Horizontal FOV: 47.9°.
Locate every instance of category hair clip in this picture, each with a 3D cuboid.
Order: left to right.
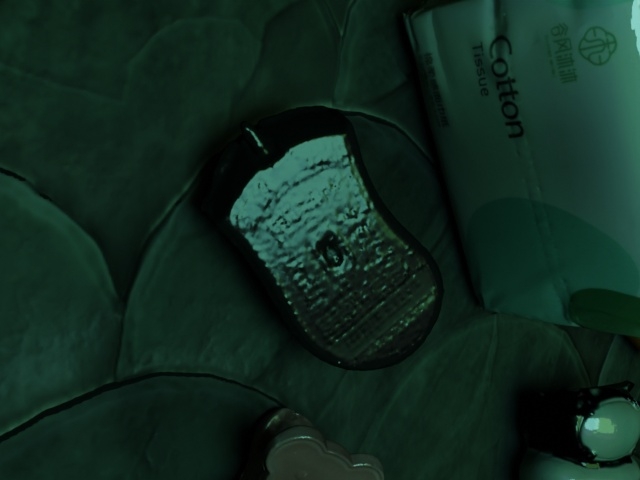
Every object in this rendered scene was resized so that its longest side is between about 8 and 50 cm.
[{"bbox_3d":[-0.030,0.221,0.623,0.123,0.102,0.138,41,70,-29],"label":"hair clip"}]

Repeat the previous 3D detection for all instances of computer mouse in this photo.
[{"bbox_3d":[0.000,0.000,0.639,0.147,0.088,0.264,-37,116,-11],"label":"computer mouse"}]

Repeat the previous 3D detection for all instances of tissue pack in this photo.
[{"bbox_3d":[0.258,-0.095,0.714,0.194,0.266,0.357,-30,110,-32],"label":"tissue pack"}]

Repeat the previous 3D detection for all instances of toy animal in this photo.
[{"bbox_3d":[0.320,0.259,0.869,0.166,0.138,0.179,6,85,-21],"label":"toy animal"}]

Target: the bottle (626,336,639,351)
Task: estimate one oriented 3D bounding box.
[{"bbox_3d":[0.438,0.102,0.990,0.187,0.069,0.069,41,70,-30],"label":"bottle"}]
